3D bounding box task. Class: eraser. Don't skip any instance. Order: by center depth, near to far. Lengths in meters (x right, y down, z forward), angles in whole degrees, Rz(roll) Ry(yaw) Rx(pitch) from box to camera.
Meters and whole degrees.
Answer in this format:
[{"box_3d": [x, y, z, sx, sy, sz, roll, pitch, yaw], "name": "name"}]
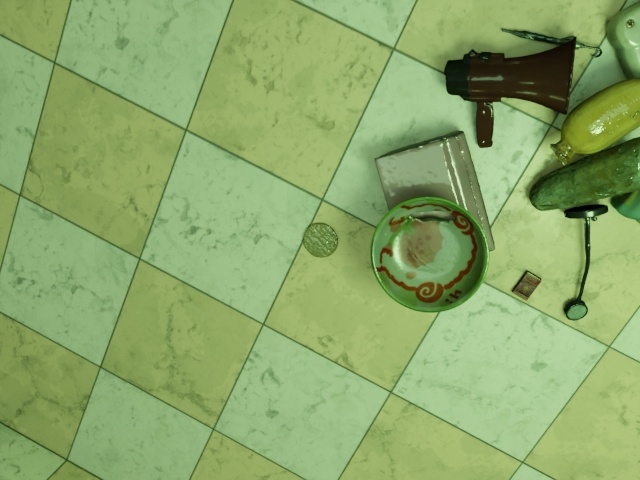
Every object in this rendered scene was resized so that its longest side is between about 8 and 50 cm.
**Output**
[{"box_3d": [0.337, -0.115, 1.623, 0.272, 0.122, 0.359, -15, 102, 19], "name": "eraser"}]

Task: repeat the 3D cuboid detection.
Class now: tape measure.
[{"box_3d": [0.886, -0.527, 1.380, 0.258, 0.130, 0.265, -27, 99, 16], "name": "tape measure"}]

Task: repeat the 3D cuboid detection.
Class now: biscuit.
[{"box_3d": [0.000, 0.000, 1.783, 0.120, 0.015, 0.120, 3, 107, 12], "name": "biscuit"}]

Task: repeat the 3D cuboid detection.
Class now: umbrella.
[{"box_3d": [0.626, -0.547, 1.479, 0.268, 0.044, 0.044, 19, 142, 8], "name": "umbrella"}]

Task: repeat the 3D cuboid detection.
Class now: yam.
[{"box_3d": [0.718, -0.160, 1.476, 0.330, 0.133, 0.133, -22, 101, 46], "name": "yam"}]

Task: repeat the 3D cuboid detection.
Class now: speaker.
[{"box_3d": [0.523, -0.411, 1.512, 0.329, 0.198, 0.259, 2, 147, 27], "name": "speaker"}]

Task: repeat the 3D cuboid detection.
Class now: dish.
[{"box_3d": [0.310, 0.031, 1.551, 0.324, 0.124, 0.325, 3, 101, 17], "name": "dish"}]

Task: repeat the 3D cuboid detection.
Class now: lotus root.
[{"box_3d": [0.727, -0.317, 1.403, 0.303, 0.146, 0.131, -35, 65, 23], "name": "lotus root"}]

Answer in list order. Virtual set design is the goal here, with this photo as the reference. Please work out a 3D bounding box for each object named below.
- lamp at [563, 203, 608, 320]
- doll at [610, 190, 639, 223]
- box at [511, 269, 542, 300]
[{"box_3d": [0.770, 0.055, 1.619, 0.130, 0.108, 0.371, -11, 118, 3], "name": "lamp"}, {"box_3d": [0.952, -0.096, 1.471, 0.260, 0.161, 0.177, 26, 108, 7], "name": "doll"}, {"box_3d": [0.631, 0.138, 1.680, 0.051, 0.023, 0.082, 30, 110, 3], "name": "box"}]
